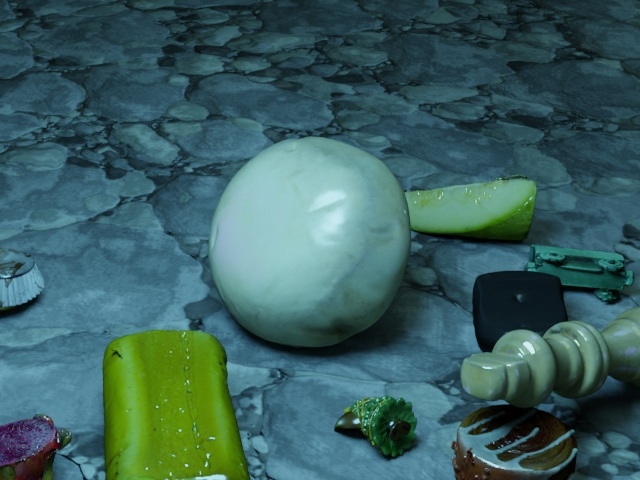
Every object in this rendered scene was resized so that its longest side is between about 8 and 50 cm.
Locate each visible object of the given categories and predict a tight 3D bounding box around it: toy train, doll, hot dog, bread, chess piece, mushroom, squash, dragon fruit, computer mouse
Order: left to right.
[{"bbox_3d":[-0.543,0.050,1.971,0.268,0.075,0.144,7,23,14],"label":"hot dog"},{"bbox_3d":[-0.366,0.267,1.595,0.126,0.068,0.112,-25,27,-23],"label":"dragon fruit"},{"bbox_3d":[-0.183,0.239,1.613,0.166,0.112,0.383,0,27,-11],"label":"bread"},{"bbox_3d":[-0.015,-0.019,1.936,0.315,0.315,0.356,5,36,3],"label":"mushroom"},{"bbox_3d":[0.068,0.223,1.713,0.078,0.076,0.113,-27,39,-31],"label":"doll"},{"bbox_3d":[0.227,-0.054,2.223,0.252,0.093,0.169,6,-17,3],"label":"squash"},{"bbox_3d":[0.243,0.272,1.646,0.160,0.073,0.160,3,28,-2],"label":"bread"},{"bbox_3d":[0.292,0.123,1.920,0.138,0.086,0.269,0,20,5],"label":"computer mouse"},{"bbox_3d":[0.333,0.156,1.737,0.397,0.117,0.117,-3,25,-42],"label":"chess piece"},{"bbox_3d":[0.411,0.048,2.101,0.172,0.070,0.099,6,17,3],"label":"toy train"}]
